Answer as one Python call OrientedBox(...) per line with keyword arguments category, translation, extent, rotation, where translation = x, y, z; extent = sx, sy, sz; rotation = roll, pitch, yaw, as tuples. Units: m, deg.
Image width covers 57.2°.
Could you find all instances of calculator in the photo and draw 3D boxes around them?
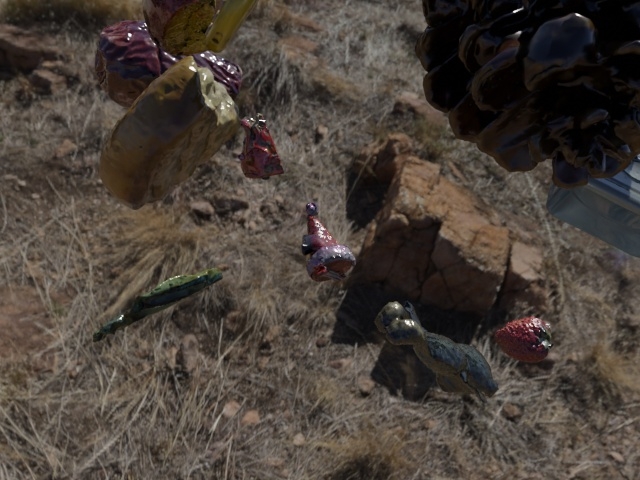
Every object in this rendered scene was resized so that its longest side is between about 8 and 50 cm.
OrientedBox(category="calculator", translation=(-0.056, -0.291, 0.613), extent=(0.032, 0.146, 0.235), rotation=(33, 64, -17))

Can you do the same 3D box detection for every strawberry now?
OrientedBox(category="strawberry", translation=(0.594, 0.292, 1.704), extent=(0.131, 0.148, 0.131), rotation=(29, 50, -41))

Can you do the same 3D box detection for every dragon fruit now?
OrientedBox(category="dragon fruit", translation=(-0.229, -0.329, 2.027), extent=(0.134, 0.211, 0.262), rotation=(-14, 19, -9))

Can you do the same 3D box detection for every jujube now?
OrientedBox(category="jujube", translation=(-0.359, -0.400, 1.410), extent=(0.342, 0.216, 0.216), rotation=(5, 50, -24))

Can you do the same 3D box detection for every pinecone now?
OrientedBox(category="pinecone", translation=(0.213, -0.165, 0.496), extent=(0.243, 0.243, 0.257), rotation=(-11, 49, -24))

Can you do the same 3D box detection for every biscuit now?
OrientedBox(category="biscuit", translation=(-0.202, -0.138, 0.781), extent=(0.213, 0.274, 0.091), rotation=(-45, 96, -1))

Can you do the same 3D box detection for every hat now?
OrientedBox(category="hat", translation=(-0.004, 0.001, 1.491), extent=(0.140, 0.129, 0.227), rotation=(5, 56, -44))

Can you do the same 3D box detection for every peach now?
OrientedBox(category="peach", translation=(-0.188, -0.308, 0.772), extent=(0.092, 0.127, 0.172), rotation=(-13, 21, -9))

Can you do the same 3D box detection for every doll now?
OrientedBox(category="doll", translation=(0.184, 0.178, 0.897), extent=(0.203, 0.286, 0.091), rotation=(34, 88, 17))

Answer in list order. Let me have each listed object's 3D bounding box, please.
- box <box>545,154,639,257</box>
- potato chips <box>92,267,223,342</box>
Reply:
OrientedBox(category="box", translation=(0.487, -0.085, 0.952), extent=(0.227, 0.130, 0.162), rotation=(28, 53, 1))
OrientedBox(category="potato chips", translation=(-0.447, 0.162, 1.662), extent=(0.429, 0.358, 0.070), rotation=(-30, 93, -54))
